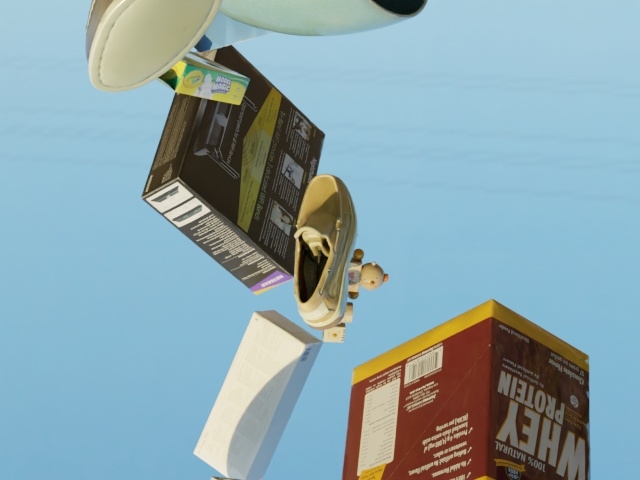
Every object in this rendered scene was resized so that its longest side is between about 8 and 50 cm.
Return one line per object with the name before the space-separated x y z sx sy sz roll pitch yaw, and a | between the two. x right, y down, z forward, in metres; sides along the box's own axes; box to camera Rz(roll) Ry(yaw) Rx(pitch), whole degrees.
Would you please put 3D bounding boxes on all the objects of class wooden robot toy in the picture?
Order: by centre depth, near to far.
wooden robot toy | 0.048 0.056 1.797 0.079 0.173 0.076 4 -157 -6

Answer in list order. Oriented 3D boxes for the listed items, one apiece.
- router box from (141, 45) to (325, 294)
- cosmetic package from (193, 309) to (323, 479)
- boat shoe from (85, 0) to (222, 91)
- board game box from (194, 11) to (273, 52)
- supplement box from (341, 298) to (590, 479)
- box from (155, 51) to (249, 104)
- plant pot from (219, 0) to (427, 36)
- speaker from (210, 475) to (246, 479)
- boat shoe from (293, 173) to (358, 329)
router box | -0.120 -0.113 2.071 0.081 0.243 0.309 -26 -144 34
cosmetic package | -0.090 0.227 2.031 0.099 0.239 0.060 31 -164 25
boat shoe | -0.101 -0.194 0.929 0.081 0.227 0.068 -4 -126 -41
board game box | -0.091 -0.297 1.780 0.169 0.033 0.133 -10 -120 27
supplement box | 0.129 0.191 1.262 0.191 0.129 0.194 -31 -140 41
box | -0.181 -0.218 1.798 0.105 0.043 0.179 28 -167 25
plant pot | -0.037 -0.341 1.532 0.195 0.290 0.290 -20 -166 29
speaker | -0.088 0.296 1.344 0.055 0.136 0.055 7 169 1
boat shoe | 0.000 0.000 1.548 0.068 0.072 0.190 -14 -123 20
